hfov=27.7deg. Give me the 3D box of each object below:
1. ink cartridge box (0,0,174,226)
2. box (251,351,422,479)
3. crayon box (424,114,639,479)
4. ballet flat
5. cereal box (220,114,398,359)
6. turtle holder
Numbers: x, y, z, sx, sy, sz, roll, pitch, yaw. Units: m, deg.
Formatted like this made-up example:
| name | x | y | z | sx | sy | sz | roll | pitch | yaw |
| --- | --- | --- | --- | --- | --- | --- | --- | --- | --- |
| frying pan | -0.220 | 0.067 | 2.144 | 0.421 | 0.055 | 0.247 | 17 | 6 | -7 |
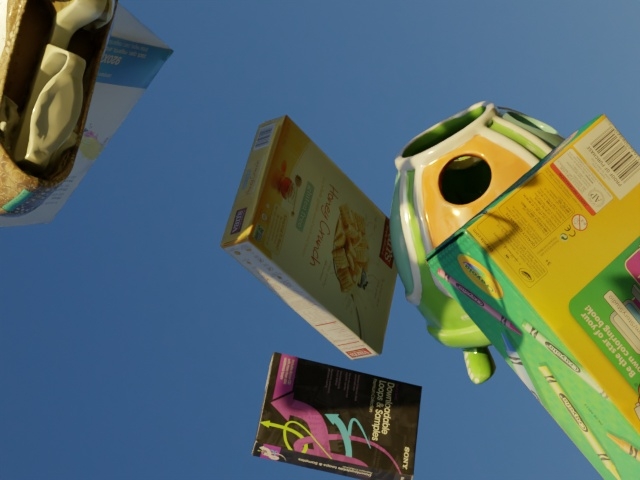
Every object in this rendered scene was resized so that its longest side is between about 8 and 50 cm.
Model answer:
| name | x | y | z | sx | sy | sz | roll | pitch | yaw |
| --- | --- | --- | --- | --- | --- | --- | --- | --- | --- |
| ink cartridge box | -0.301 | -0.151 | 1.257 | 0.171 | 0.233 | 0.168 | 41 | -165 | 14 |
| box | 0.020 | 0.181 | 1.313 | 0.162 | 0.029 | 0.116 | 14 | -133 | -4 |
| crayon box | 0.233 | 0.064 | 0.976 | 0.165 | 0.081 | 0.278 | -38 | -93 | -26 |
| ballet flat | -0.149 | -0.113 | 0.752 | 0.073 | 0.067 | 0.206 | 18 | -105 | -36 |
| cereal box | 0.000 | 0.000 | 1.440 | 0.240 | 0.047 | 0.173 | 42 | -132 | -35 |
| turtle holder | 0.194 | -0.030 | 1.338 | 0.227 | 0.243 | 0.320 | 58 | -142 | -10 |
